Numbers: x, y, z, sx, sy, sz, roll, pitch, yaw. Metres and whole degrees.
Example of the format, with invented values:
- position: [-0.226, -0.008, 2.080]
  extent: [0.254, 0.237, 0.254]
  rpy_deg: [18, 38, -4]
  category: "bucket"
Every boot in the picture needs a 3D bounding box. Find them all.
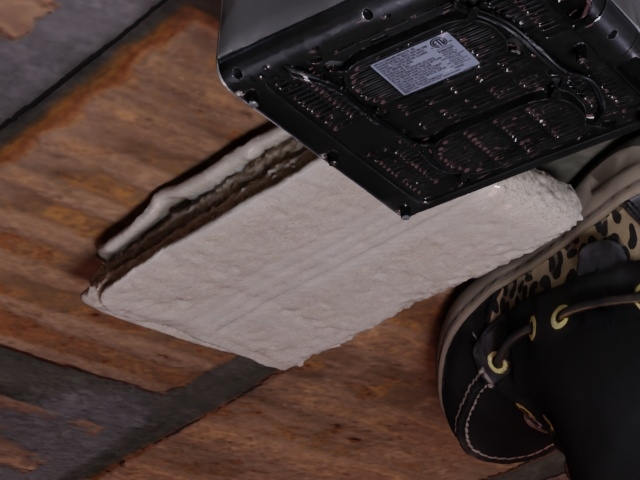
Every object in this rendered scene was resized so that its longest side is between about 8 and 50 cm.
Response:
- position: [0.182, 0.137, 1.031]
  extent: [0.138, 0.284, 0.377]
  rpy_deg: [9, 147, -19]
  category: "boot"

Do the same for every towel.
- position: [0.000, 0.000, 1.013]
  extent: [0.187, 0.049, 0.282]
  rpy_deg: [21, 144, -39]
  category: "towel"

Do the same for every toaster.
- position: [0.066, -0.107, 0.766]
  extent: [0.186, 0.110, 0.168]
  rpy_deg: [-21, 147, 29]
  category: "toaster"
